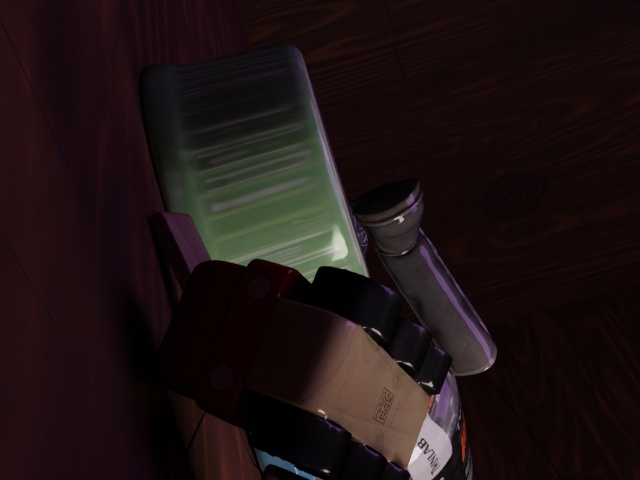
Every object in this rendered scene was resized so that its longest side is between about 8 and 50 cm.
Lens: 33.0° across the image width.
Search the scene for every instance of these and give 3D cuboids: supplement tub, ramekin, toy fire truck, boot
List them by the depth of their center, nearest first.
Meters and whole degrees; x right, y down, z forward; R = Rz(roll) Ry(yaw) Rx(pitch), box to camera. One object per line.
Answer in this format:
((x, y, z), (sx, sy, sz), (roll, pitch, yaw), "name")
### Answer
((-0.049, 0.061, 0.752), (0.158, 0.246, 0.217), (-69, 155, -13), "toy fire truck")
((-0.053, -0.045, 1.061), (0.303, 0.148, 0.303), (-17, 90, -88), "ramekin")
((0.106, 0.043, 1.074), (0.189, 0.076, 0.208), (-84, 149, -84), "boot")
((0.066, 0.221, 1.261), (0.338, 0.207, 0.207), (70, 4, -59), "supplement tub")

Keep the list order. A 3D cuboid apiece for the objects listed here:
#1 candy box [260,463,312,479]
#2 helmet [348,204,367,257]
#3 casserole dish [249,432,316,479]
((0.030, 0.226, 0.563), (0.316, 0.183, 0.087), (-75, -173, -87), "candy box")
((0.000, 0.000, 1.876), (0.169, 0.162, 0.169), (-17, 90, -88), "helmet")
((-0.038, 0.193, 1.025), (0.114, 0.037, 0.188), (-95, 171, -72), "casserole dish")
